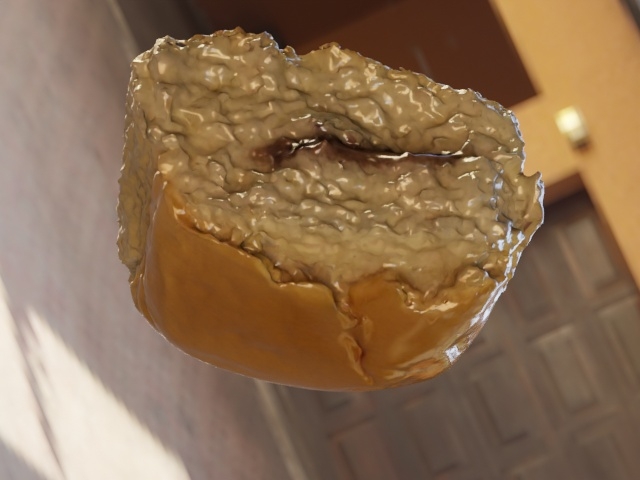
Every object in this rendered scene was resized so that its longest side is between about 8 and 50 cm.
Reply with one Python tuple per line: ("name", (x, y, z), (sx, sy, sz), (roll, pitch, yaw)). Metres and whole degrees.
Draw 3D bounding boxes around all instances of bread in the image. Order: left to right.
("bread", (-0.001, -0.001, 0.590), (0.106, 0.125, 0.082), (103, -7, -49))
